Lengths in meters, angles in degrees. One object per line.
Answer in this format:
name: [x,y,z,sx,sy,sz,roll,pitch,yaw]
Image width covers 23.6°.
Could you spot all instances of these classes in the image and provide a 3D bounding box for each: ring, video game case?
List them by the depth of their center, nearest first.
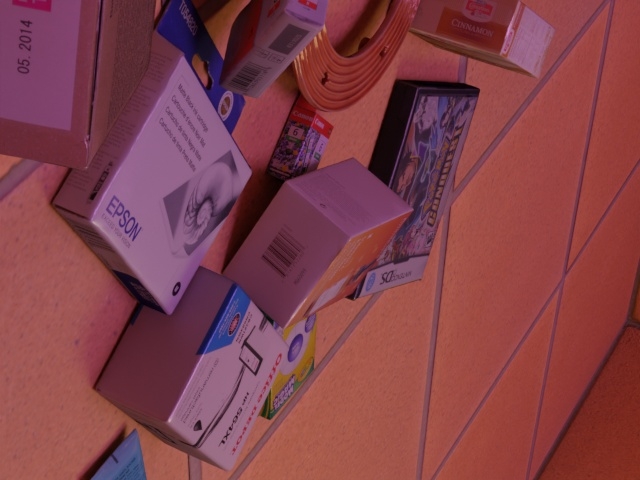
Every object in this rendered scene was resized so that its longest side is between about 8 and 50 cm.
ring: [0.044,-0.294,1.549,0.336,0.032,0.337,-52,152,-42]
video game case: [0.114,-0.068,1.950,0.248,0.035,0.275,-11,120,-66]

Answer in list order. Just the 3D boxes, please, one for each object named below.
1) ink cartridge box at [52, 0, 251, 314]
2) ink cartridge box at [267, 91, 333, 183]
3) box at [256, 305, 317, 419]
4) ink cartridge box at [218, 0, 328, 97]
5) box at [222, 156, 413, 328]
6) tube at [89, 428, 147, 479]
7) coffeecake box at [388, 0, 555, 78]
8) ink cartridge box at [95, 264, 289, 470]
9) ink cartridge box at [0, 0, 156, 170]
ink cartridge box: [-0.125,-0.073,1.331,0.224,0.045,0.223,-63,159,-15]
ink cartridge box: [-0.013,-0.112,1.596,0.115,0.029,0.063,-67,160,-2]
box: [-0.045,0.120,1.726,0.105,0.043,0.179,-47,152,-44]
ink cartridge box: [-0.030,-0.231,1.319,0.145,0.045,0.179,141,-40,-58]
box: [0.000,0.000,1.598,0.130,0.091,0.170,-55,166,25]
tube: [-0.190,0.284,1.520,0.080,0.052,0.207,-55,151,-44]
coffeecake box: [0.178,-0.250,1.777,0.185,0.142,0.068,8,102,-69]
ink cartridge box: [-0.117,0.122,1.484,0.148,0.086,0.203,-64,158,-13]
ink cartridge box: [-0.158,-0.191,0.985,0.193,0.088,0.235,-74,174,-65]
